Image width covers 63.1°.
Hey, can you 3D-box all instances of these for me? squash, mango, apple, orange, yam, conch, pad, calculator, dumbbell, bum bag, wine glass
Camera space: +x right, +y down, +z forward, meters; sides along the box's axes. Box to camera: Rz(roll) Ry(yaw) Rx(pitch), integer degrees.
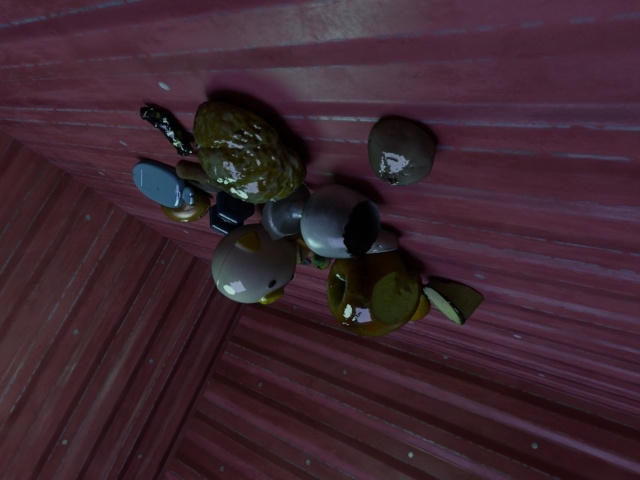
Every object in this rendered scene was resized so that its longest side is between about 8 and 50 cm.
[{"bbox_3d":[0.514,0.219,2.055,0.220,0.133,0.220,38,171,7],"label":"squash"},{"bbox_3d":[-0.601,-0.164,2.318,0.236,0.166,0.136,-1,-163,21],"label":"mango"},{"bbox_3d":[0.217,0.181,1.994,0.375,0.374,0.383,24,124,2],"label":"apple"},{"bbox_3d":[-0.202,-0.225,1.447,0.271,0.210,0.369,11,157,45],"label":"orange"},{"bbox_3d":[-0.363,-0.215,1.815,0.357,0.081,0.081,17,163,27],"label":"yam"},{"bbox_3d":[0.000,0.091,2.406,0.095,0.079,0.201,43,172,1],"label":"conch"},{"bbox_3d":[-0.471,-0.236,2.155,0.266,0.002,0.176,12,160,38],"label":"pad"},{"bbox_3d":[-0.666,-0.234,2.203,0.303,0.042,0.188,23,125,14],"label":"calculator"},{"bbox_3d":[-0.364,-0.119,2.110,0.144,0.159,0.325,-4,171,-18],"label":"dumbbell"},{"bbox_3d":[-0.491,-0.352,1.709,0.107,0.060,0.232,24,164,34],"label":"bum bag"},{"bbox_3d":[0.404,0.275,2.315,0.177,0.119,0.316,30,160,10],"label":"mango"},{"bbox_3d":[0.009,-0.067,1.599,0.323,0.237,0.238,16,162,42],"label":"wine glass"}]

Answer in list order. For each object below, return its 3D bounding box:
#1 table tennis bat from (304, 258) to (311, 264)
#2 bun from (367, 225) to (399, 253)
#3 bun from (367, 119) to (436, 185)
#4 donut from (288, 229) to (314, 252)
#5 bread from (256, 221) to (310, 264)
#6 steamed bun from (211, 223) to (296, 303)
[{"bbox_3d":[-0.144,0.081,2.644,0.201,0.033,0.124,22,163,-9],"label":"table tennis bat"},{"bbox_3d":[0.198,-0.006,1.776,0.138,0.094,0.138,-8,177,0],"label":"bun"},{"bbox_3d":[0.174,-0.186,1.182,0.167,0.113,0.173,17,160,25],"label":"bun"},{"bbox_3d":[0.001,0.002,2.055,0.152,0.101,0.259,34,161,-29],"label":"donut"},{"bbox_3d":[-0.157,0.011,2.320,0.266,0.178,0.142,13,-168,42],"label":"bread"},{"bbox_3d":[-0.266,0.092,2.121,0.334,0.333,0.374,16,-163,26],"label":"steamed bun"}]
